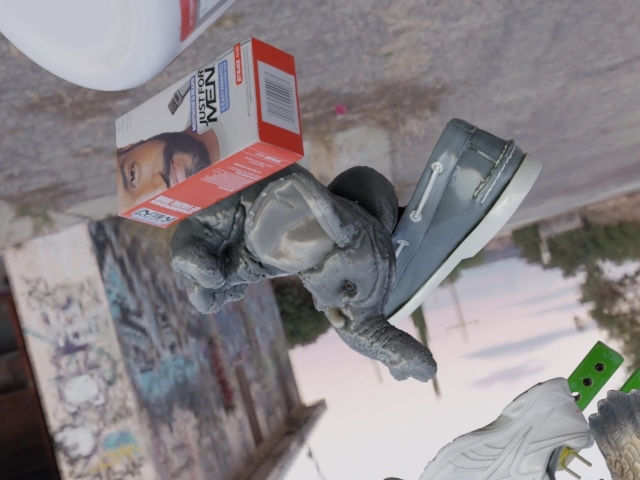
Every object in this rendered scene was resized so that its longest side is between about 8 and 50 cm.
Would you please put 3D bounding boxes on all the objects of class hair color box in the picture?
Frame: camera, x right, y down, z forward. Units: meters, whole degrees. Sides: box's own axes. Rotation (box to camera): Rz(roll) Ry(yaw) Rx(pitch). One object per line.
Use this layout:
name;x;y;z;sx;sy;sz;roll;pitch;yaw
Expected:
hair color box;-0.093;-0.083;0.872;0.167;0.093;0.053;-25;152;38

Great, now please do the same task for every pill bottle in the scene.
pill bottle;-0.109;-0.302;0.886;0.210;0.210;0.363;-14;-150;48

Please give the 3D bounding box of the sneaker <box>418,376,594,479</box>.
sneaker;0.217;0.264;1.274;0.232;0.115;0.090;-39;157;16

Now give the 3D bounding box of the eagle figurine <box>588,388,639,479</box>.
eagle figurine;0.347;0.324;1.181;0.225;0.226;0.298;-15;145;15

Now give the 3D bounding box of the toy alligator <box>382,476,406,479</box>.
toy alligator;0.088;0.154;0.429;0.056;0.051;0.189;-2;-165;-41

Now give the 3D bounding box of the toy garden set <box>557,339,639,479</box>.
toy garden set;0.422;0.275;1.512;0.204;0.244;0.049;-56;-175;17

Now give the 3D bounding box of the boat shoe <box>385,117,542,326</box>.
boat shoe;0.092;-0.009;1.070;0.116;0.099;0.319;-57;-175;-38

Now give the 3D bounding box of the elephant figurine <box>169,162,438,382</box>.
elephant figurine;0.000;0.000;0.983;0.239;0.186;0.169;6;-132;28
